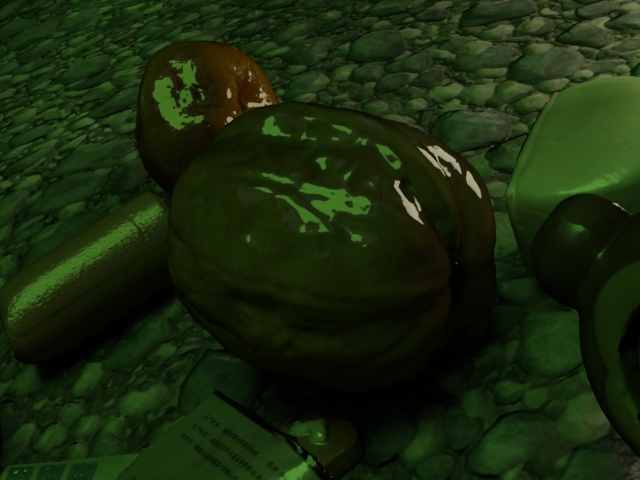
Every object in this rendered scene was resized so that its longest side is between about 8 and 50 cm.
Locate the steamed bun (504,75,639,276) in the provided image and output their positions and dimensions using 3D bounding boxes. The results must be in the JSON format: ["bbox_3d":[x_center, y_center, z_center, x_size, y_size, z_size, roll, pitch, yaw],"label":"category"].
[{"bbox_3d":[0.314,-0.066,1.045,0.164,0.146,0.241,-1,38,32],"label":"steamed bun"}]

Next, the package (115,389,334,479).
[{"bbox_3d":[-0.109,0.238,0.860,0.204,0.062,0.251,-36,36,-21],"label":"package"}]

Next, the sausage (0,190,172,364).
[{"bbox_3d":[-0.292,0.052,1.230,0.253,0.123,0.123,-34,36,-18],"label":"sausage"}]

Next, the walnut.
[{"bbox_3d":[0.000,0.003,1.004,0.344,0.306,0.306,22,53,33],"label":"walnut"}]

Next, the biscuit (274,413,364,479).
[{"bbox_3d":[-0.069,0.283,0.870,0.216,0.047,0.339,-7,37,22],"label":"biscuit"}]

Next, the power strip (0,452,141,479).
[{"bbox_3d":[-0.261,0.267,1.002,0.192,0.035,0.081,-9,37,18],"label":"power strip"}]

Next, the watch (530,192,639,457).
[{"bbox_3d":[0.376,0.062,0.749,0.314,0.335,0.327,7,24,43],"label":"watch"}]

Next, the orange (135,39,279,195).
[{"bbox_3d":[-0.173,-0.164,1.380,0.183,0.249,0.249,-23,31,26],"label":"orange"}]

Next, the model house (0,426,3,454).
[{"bbox_3d":[-0.447,0.207,1.117,0.165,0.106,0.152,-28,37,-16],"label":"model house"}]
